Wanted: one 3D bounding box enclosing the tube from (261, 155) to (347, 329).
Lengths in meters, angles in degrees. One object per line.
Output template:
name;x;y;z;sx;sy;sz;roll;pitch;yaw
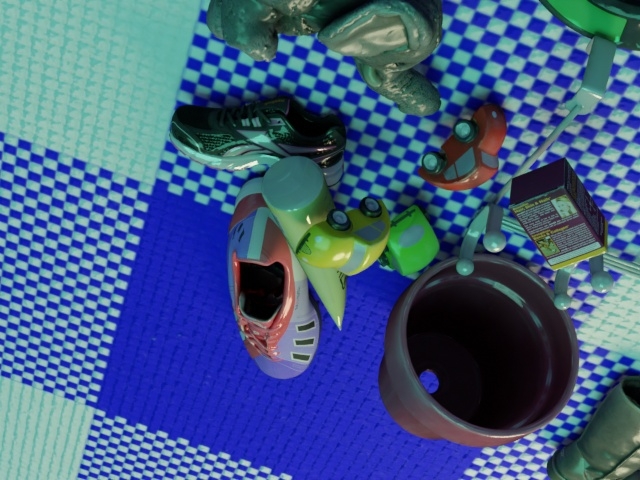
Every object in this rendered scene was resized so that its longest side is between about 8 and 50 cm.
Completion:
tube;0.000;0.000;1.230;0.062;0.070;0.240;39;166;28

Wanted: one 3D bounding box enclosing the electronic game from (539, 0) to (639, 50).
electronic game;0.267;-0.241;0.948;0.229;0.048;0.229;10;140;8

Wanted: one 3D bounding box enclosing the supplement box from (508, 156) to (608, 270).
supplement box;0.207;-0.022;1.055;0.055;0.043;0.083;-21;123;29

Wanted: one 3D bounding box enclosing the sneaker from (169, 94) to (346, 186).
sneaker;-0.057;-0.114;1.193;0.178;0.072;0.077;9;135;-9

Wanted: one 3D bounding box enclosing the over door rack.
over door rack;0.285;-0.018;1.126;0.239;0.108;0.324;20;146;-5

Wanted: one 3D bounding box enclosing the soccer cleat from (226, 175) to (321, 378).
soccer cleat;-0.060;0.072;1.355;0.108;0.116;0.318;10;139;8

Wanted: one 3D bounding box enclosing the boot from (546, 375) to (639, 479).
boot;0.392;0.256;1.459;0.189;0.076;0.208;22;133;-10

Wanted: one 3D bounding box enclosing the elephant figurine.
elephant figurine;0.040;-0.206;1.009;0.239;0.186;0.169;17;97;-16

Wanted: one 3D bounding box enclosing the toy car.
toy car;0.090;-0.015;1.194;0.053;0.239;0.225;53;171;18

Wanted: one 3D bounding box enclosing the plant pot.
plant pot;0.151;0.134;1.316;0.201;0.201;0.180;23;155;-7
